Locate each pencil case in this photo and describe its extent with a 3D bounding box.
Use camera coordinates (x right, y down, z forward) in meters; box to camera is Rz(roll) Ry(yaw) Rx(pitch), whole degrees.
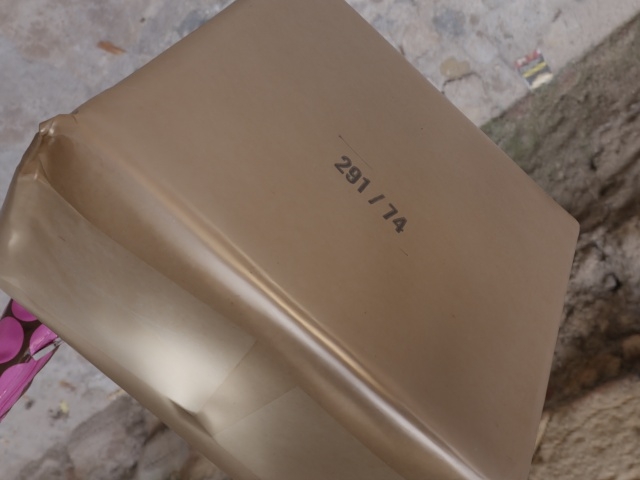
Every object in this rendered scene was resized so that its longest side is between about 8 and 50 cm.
[{"bbox_3d":[-0.342,0.152,0.840,0.098,0.209,0.095,28,169,34],"label":"pencil case"}]

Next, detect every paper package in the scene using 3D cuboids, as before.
[{"bbox_3d":[0.000,0.000,0.565,0.325,0.309,0.168,42,131,-7],"label":"paper package"}]
